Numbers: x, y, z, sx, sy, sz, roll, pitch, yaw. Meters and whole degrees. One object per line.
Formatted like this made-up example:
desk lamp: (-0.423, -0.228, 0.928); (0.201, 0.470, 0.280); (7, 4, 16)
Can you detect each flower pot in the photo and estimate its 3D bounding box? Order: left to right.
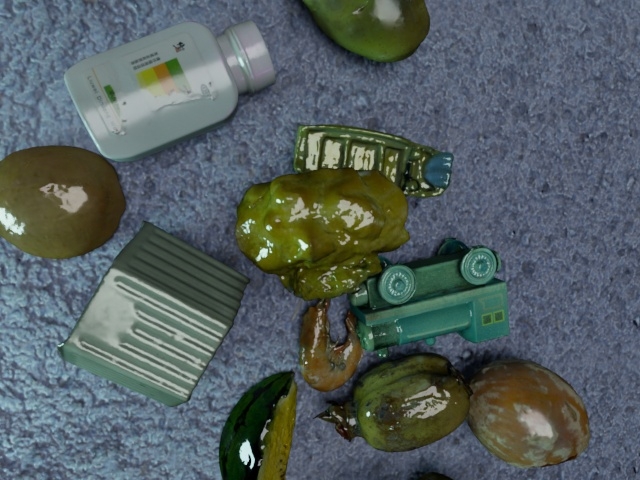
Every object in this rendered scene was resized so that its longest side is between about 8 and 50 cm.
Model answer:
flower pot: (-0.245, 0.116, 0.703); (0.190, 0.209, 0.239); (29, 87, -12)

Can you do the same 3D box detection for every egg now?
egg: (0.372, 0.318, 0.848); (0.233, 0.195, 0.194); (18, 91, -15)

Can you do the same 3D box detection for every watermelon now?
watermelon: (-0.106, 0.383, 0.823); (0.129, 0.123, 0.300); (7, 93, -44)

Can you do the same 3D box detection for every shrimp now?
shrimp: (0.019, 0.185, 0.848); (0.133, 0.052, 0.187); (-7, 101, -32)

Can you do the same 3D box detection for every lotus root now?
lotus root: (0.131, 0.297, 0.822); (0.278, 0.154, 0.154); (-21, 98, 3)

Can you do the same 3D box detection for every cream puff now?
cream puff: (0.002, 0.000, 0.714); (0.282, 0.282, 0.185); (-6, 80, -11)

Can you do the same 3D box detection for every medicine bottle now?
medicine bottle: (-0.226, -0.245, 0.730); (0.296, 0.111, 0.161); (-24, 98, -10)

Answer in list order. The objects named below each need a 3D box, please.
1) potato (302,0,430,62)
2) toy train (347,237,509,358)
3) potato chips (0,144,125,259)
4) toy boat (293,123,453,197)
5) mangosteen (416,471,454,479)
potato: (0.072, -0.403, 0.758); (0.248, 0.143, 0.169); (36, 97, -12)
toy train: (0.197, 0.109, 0.833); (0.298, 0.120, 0.194); (-10, 101, -13)
potato chips: (-0.428, -0.063, 0.729); (0.208, 0.062, 0.195); (27, 91, -14)
toy boat: (0.089, -0.139, 0.816); (0.277, 0.084, 0.111); (8, 95, -8)
mangosteen: (0.192, 0.616, 0.759); (0.435, 0.382, 0.382); (-36, 100, -23)
